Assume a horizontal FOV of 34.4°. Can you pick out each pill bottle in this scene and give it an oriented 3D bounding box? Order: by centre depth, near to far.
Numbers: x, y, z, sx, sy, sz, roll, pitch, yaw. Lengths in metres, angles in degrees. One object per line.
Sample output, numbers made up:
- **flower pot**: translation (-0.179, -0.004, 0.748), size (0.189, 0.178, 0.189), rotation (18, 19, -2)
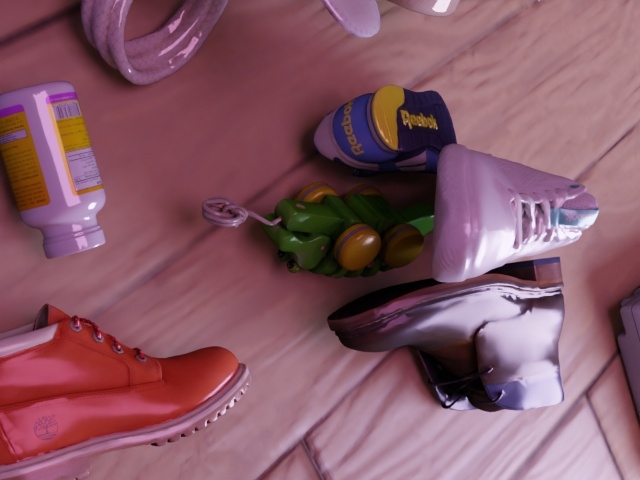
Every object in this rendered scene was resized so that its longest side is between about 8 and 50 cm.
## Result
- **pill bottle**: translation (-0.133, -0.035, 0.516), size (0.043, 0.043, 0.083), rotation (-20, 99, -40)

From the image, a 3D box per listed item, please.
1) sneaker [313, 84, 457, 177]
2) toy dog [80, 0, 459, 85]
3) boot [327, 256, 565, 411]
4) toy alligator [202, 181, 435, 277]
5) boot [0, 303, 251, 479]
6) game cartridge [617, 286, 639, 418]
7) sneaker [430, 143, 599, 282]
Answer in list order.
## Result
- **sneaker**: translation (0.048, -0.068, 0.674), size (0.144, 0.059, 0.053), rotation (7, 68, -59)
- **toy dog**: translation (0.042, -0.191, 0.553), size (0.334, 0.161, 0.220), rotation (-31, 142, -38)
- **boot**: translation (0.098, 0.074, 0.678), size (0.219, 0.082, 0.106), rotation (-9, 88, -43)
- **toy alligator**: translation (0.000, 0.000, 0.625), size (0.190, 0.056, 0.051), rotation (-1, 127, -41)
- **boot**: translation (-0.106, 0.067, 0.522), size (0.158, 0.059, 0.084), rotation (-15, 90, -40)
- **game cartridge**: translation (0.382, 0.095, 0.941), size (0.297, 0.062, 0.198), rotation (-26, 98, -39)
- **sneaker**: translation (0.124, -0.019, 0.642), size (0.212, 0.094, 0.080), rotation (-26, 122, -70)
